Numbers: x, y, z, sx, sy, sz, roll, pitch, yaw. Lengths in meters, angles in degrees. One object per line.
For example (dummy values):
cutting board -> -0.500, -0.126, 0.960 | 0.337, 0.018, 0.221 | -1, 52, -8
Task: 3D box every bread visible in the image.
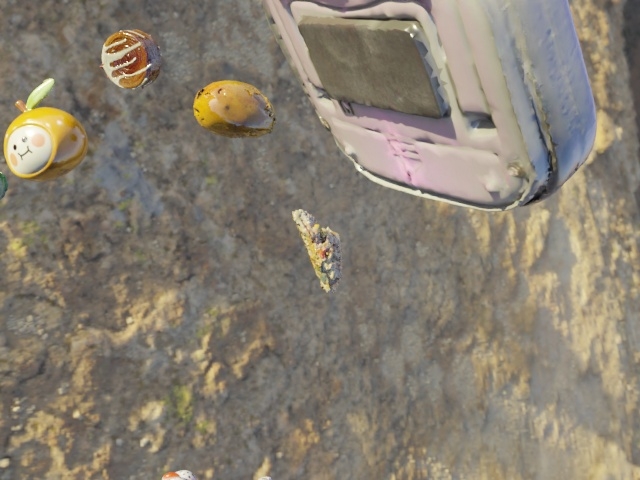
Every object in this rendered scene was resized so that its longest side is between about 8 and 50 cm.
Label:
bread -> -0.508, -0.483, 1.911 | 0.160, 0.160, 0.073 | 63, 25, -14

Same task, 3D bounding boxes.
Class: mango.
mango -> -0.228, -0.349, 1.950 | 0.249, 0.156, 0.151 | 8, 38, -44

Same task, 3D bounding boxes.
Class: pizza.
pizza -> 0.000, 0.000, 1.487 | 0.195, 0.052, 0.185 | 54, 25, -38

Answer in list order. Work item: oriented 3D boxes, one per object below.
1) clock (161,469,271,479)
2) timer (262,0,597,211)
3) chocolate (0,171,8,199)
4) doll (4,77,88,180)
clock -> -0.218, 0.522, 1.313 | 0.189, 0.254, 0.188 | 4, 90, -80
timer -> 0.053, -0.107, 0.424 | 0.069, 0.208, 0.190 | -41, 123, -18
chocolate -> -0.742, -0.165, 1.476 | 0.110, 0.291, 0.110 | 3, 70, -7
doll -> -0.731, -0.277, 1.867 | 0.213, 0.213, 0.236 | -26, 88, -52
